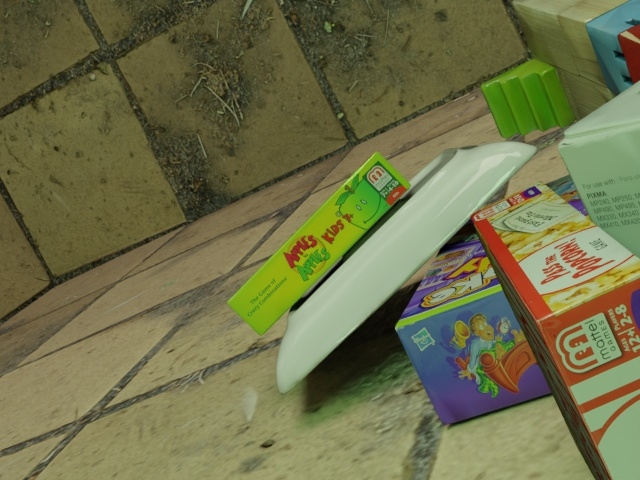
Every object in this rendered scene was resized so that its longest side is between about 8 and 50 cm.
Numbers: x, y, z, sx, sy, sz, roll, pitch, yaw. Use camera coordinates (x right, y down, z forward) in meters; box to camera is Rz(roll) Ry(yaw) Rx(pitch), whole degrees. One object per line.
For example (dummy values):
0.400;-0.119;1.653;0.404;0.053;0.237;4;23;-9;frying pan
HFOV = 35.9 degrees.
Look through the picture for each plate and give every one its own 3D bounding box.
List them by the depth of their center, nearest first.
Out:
0.060;0.003;0.884;0.277;0.045;0.278;-44;2;5;plate

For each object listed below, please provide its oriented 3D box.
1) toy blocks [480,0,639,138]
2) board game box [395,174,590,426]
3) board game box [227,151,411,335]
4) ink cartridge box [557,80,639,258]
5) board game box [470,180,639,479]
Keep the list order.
0.312;-0.167;0.654;0.381;0.191;0.261;-26;21;1;toy blocks
0.243;-0.008;0.673;0.347;0.078;0.233;-23;11;23;board game box
0.000;0.000;0.875;0.181;0.043;0.092;-45;2;5;board game box
0.203;0.000;0.446;0.127;0.175;0.072;-33;11;-28;ink cartridge box
0.125;0.061;0.428;0.045;0.147;0.193;-26;9;6;board game box
